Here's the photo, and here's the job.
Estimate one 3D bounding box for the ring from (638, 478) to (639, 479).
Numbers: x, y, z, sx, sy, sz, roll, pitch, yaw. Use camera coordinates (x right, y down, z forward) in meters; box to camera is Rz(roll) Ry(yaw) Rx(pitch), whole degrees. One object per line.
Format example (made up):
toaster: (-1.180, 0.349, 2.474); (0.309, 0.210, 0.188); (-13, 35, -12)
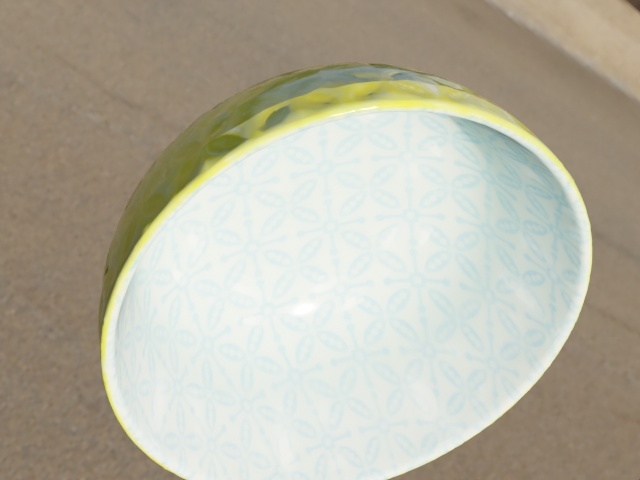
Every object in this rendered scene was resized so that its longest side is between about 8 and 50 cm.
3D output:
ring: (0.357, 0.216, 1.181); (0.336, 0.336, 0.032); (11, 37, -52)

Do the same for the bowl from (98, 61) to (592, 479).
bowl: (0.000, 0.000, 0.772); (0.289, 0.289, 0.156); (26, 26, -35)
